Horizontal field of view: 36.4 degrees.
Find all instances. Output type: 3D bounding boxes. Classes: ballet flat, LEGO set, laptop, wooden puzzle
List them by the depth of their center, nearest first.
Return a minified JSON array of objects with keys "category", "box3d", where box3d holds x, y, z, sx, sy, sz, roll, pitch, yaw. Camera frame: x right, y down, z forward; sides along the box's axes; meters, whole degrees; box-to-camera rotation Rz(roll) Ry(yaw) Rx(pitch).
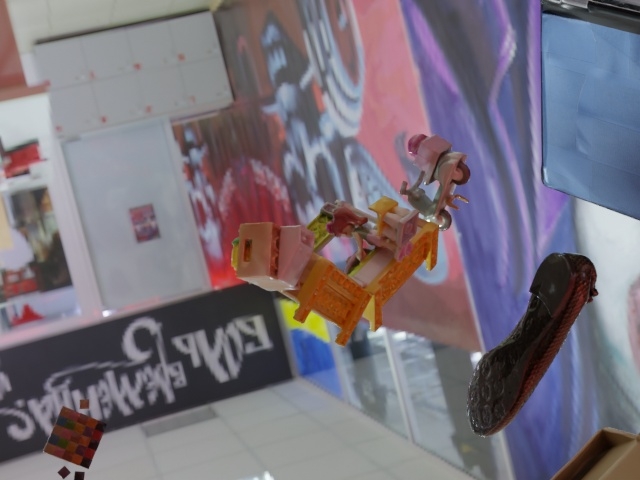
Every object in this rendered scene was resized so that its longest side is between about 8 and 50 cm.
[{"category":"LEGO set","box3d":[0.000,0.000,0.743,0.107,0.132,0.287,27,-150,27]},{"category":"laptop","box3d":[0.312,-0.099,0.893,0.382,0.236,0.408,25,-162,35]},{"category":"wooden puzzle","box3d":[-0.250,0.201,0.990,0.049,0.083,0.006,26,154,-14]},{"category":"ballet flat","box3d":[0.229,0.117,1.050,0.058,0.250,0.084,6,-148,-27]}]

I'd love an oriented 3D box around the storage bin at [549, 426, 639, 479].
[{"category":"storage bin","box3d":[0.213,0.276,0.601,0.262,0.123,0.260,-38,-147,-21]}]
